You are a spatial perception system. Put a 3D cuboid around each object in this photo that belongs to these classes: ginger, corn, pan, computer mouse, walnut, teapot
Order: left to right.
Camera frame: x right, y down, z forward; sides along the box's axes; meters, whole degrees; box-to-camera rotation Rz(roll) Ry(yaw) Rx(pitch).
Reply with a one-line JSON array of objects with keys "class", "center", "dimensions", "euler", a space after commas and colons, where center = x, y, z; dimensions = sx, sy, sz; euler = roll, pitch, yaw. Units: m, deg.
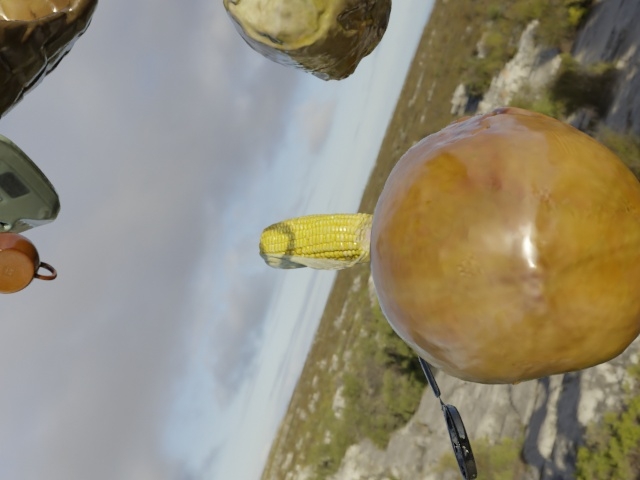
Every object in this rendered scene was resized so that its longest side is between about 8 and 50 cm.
[{"class": "computer mouse", "center": [-0.696, -0.121, 1.617], "dimensions": [0.331, 0.197, 0.095], "euler": [74, 174, -57]}, {"class": "teapot", "center": [-0.553, 0.034, 1.334], "dimensions": [0.116, 0.173, 0.116], "euler": [-35, 44, 43]}, {"class": "ginger", "center": [-0.003, -0.180, 0.541], "dimensions": [0.263, 0.116, 0.109], "euler": [-70, 5, -68]}, {"class": "corn", "center": [0.002, 0.003, 1.644], "dimensions": [0.123, 0.305, 0.122], "euler": [-3, -91, -54]}, {"class": "pan", "center": [0.220, 0.298, 1.284], "dimensions": [0.136, 0.028, 0.235], "euler": [74, 178, -63]}, {"class": "walnut", "center": [0.131, -0.004, 0.571], "dimensions": [0.298, 0.203, 0.203], "euler": [-113, 40, -76]}]

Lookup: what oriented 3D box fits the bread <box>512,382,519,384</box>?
[{"class": "bread", "center": [0.363, 0.153, 1.402], "dimensions": [0.271, 0.139, 0.077], "euler": [-49, -17, -44]}]

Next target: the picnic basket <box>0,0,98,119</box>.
[{"class": "picnic basket", "center": [-0.347, -0.313, 0.722], "dimensions": [0.337, 0.292, 0.337], "euler": [-56, 17, 27]}]
